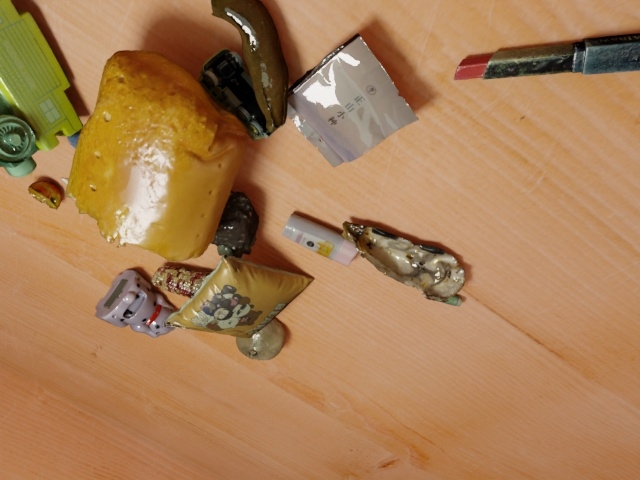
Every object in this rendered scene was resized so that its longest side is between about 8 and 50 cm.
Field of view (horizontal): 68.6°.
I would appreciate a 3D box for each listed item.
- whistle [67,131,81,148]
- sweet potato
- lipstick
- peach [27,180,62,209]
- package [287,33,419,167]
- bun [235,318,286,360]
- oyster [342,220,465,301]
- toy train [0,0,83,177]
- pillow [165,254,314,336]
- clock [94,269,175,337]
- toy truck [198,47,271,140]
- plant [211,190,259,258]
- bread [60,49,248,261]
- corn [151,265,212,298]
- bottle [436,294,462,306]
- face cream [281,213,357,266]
[{"bbox_3d":[-0.501,-0.245,1.183,0.304,0.062,0.062,4,131,17],"label":"whistle"},{"bbox_3d":[-0.125,-0.357,0.916,0.085,0.112,0.286,30,140,62],"label":"sweet potato"},{"bbox_3d":[0.394,-0.316,0.817,0.312,0.051,0.051,2,132,20],"label":"lipstick"},{"bbox_3d":[-0.805,-0.140,1.382,0.098,0.061,0.098,26,152,15],"label":"peach"},{"bbox_3d":[0.051,-0.273,0.957,0.251,0.062,0.204,-23,119,44],"label":"package"},{"bbox_3d":[-0.205,0.328,1.540,0.166,0.113,0.173,32,130,-9],"label":"bun"},{"bbox_3d":[0.207,0.038,1.181,0.345,0.078,0.129,27,112,-2],"label":"oyster"},{"bbox_3d":[-0.710,-0.362,1.006,0.179,0.272,0.442,10,137,24],"label":"toy train"},{"bbox_3d":[-0.224,0.170,1.318,0.312,0.119,0.310,20,122,-44],"label":"pillow"},{"bbox_3d":[-0.594,0.235,1.581,0.188,0.189,0.254,-15,138,29],"label":"clock"},{"bbox_3d":[-0.172,-0.299,1.001,0.191,0.085,0.116,46,159,-18],"label":"toy truck"},{"bbox_3d":[-0.232,-0.039,1.217,0.132,0.129,0.194,19,150,4],"label":"plant"},{"bbox_3d":[-0.361,-0.180,0.971,0.361,0.250,0.394,34,120,11],"label":"bread"},{"bbox_3d":[-0.388,0.135,1.453,0.289,0.098,0.098,13,133,13],"label":"corn"},{"bbox_3d":[0.335,0.154,1.256,0.083,0.030,0.030,16,133,5],"label":"bottle"},{"bbox_3d":[0.000,0.000,1.222,0.198,0.057,0.084,25,134,-2],"label":"face cream"}]
